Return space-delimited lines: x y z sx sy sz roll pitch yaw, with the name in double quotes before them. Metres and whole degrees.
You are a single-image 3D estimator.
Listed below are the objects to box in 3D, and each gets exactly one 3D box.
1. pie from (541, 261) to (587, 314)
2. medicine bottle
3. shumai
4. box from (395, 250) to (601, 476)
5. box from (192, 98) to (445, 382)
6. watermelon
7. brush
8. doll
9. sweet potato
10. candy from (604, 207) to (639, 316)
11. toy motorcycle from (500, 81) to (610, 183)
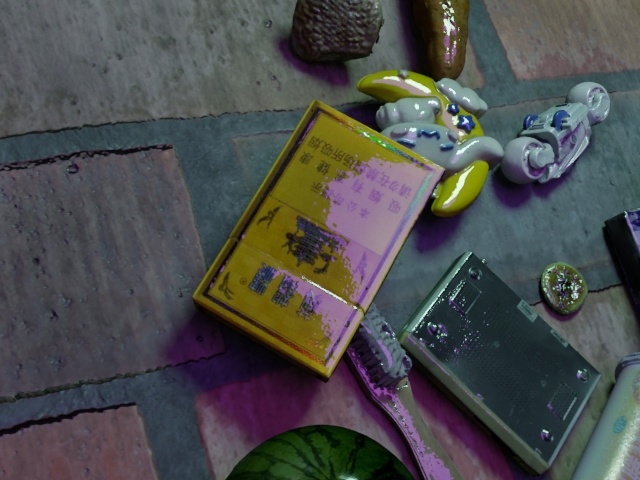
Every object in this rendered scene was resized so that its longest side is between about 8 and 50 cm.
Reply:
"pie" 0.368 0.072 1.228 0.084 0.021 0.084 8 66 -18
"medicine bottle" 0.368 0.327 1.043 0.108 0.108 0.426 42 53 0
"shumai" 0.031 -0.338 1.224 0.145 0.146 0.116 33 24 -5
"box" 0.253 0.163 1.130 0.270 0.045 0.211 45 59 0
"box" 0.000 0.000 1.021 0.192 0.084 0.302 29 77 7
"watermelon" -0.002 0.315 0.863 0.242 0.242 0.243 8 67 -18
"brush" 0.109 0.208 1.053 0.070 0.065 0.328 -24 80 -30
"doll" 0.147 -0.141 1.178 0.252 0.111 0.238 8 69 -19
"sweet potato" 0.189 -0.405 1.311 0.106 0.095 0.355 32 50 -35
"candy" 0.537 0.098 1.259 0.088 0.061 0.313 -9 73 -26
"toy motorcycle" 0.380 -0.161 1.295 0.254 0.112 0.112 -38 86 -28
